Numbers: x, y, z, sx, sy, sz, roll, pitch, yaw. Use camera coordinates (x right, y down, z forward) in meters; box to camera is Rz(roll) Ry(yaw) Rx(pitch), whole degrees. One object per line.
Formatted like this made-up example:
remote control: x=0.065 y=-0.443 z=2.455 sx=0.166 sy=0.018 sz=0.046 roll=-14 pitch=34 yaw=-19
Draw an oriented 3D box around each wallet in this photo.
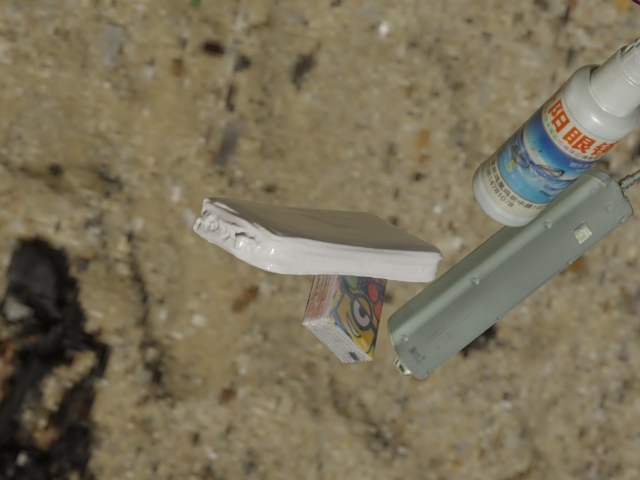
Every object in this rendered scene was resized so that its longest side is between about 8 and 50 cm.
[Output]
wallet: x=0.000 y=0.000 z=1.256 sx=0.190 sy=0.095 sz=0.033 roll=5 pitch=106 yaw=-48

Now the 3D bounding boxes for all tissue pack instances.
tissue pack: x=0.020 y=0.046 z=1.385 sx=0.063 sy=0.035 sz=0.083 roll=46 pitch=42 yaw=-36

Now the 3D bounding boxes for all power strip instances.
power strip: x=0.155 y=0.018 z=1.392 sx=0.253 sy=0.027 sz=0.060 roll=-38 pitch=130 yaw=1

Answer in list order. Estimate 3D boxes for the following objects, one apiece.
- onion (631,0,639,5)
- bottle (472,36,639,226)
onion: x=0.216 y=-0.163 z=0.989 sx=0.115 sy=0.115 sz=0.104 roll=-41 pitch=117 yaw=-43
bottle: x=0.184 y=-0.086 z=1.242 sx=0.060 sy=0.060 sz=0.217 roll=-42 pitch=177 yaw=-43
